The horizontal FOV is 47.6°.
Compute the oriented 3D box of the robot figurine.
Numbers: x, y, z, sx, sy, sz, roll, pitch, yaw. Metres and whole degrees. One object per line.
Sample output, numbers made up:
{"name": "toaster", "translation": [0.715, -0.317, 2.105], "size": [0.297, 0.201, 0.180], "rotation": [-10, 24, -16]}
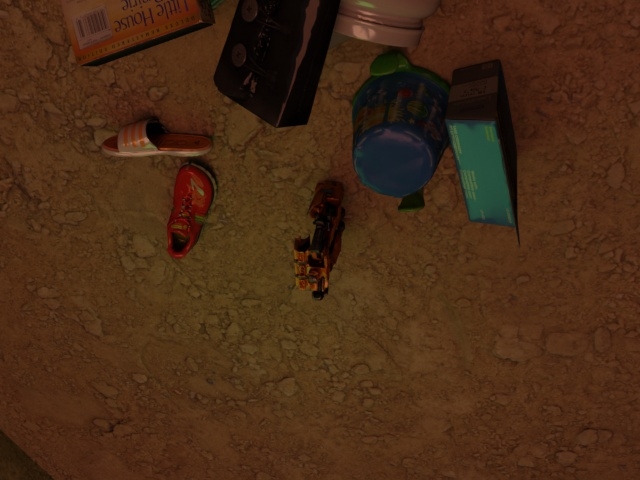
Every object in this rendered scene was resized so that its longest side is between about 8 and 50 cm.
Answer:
{"name": "robot figurine", "translation": [0.000, 0.000, 1.666], "size": [0.085, 0.291, 0.211], "rotation": [6, 127, 10]}

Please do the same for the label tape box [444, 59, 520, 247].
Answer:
{"name": "label tape box", "translation": [0.321, -0.171, 1.424], "size": [0.105, 0.334, 0.241], "rotation": [-8, 124, 20]}

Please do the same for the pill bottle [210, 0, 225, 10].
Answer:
{"name": "pill bottle", "translation": [-0.215, -0.539, 1.407], "size": [0.264, 0.146, 0.146], "rotation": [-28, 115, 30]}

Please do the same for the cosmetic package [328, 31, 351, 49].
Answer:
{"name": "cosmetic package", "translation": [-0.044, -0.433, 1.469], "size": [0.238, 0.107, 0.127], "rotation": [-21, 117, 29]}

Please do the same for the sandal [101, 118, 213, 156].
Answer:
{"name": "sandal", "translation": [-0.385, -0.251, 1.709], "size": [0.265, 0.102, 0.076], "rotation": [0, 126, 4]}

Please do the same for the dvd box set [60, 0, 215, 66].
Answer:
{"name": "dvd box set", "translation": [-0.382, -0.571, 1.360], "size": [0.307, 0.062, 0.421], "rotation": [-11, 97, 26]}

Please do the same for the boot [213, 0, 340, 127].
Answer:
{"name": "boot", "translation": [-0.092, -0.463, 1.225], "size": [0.146, 0.367, 0.445], "rotation": [-10, 134, -34]}

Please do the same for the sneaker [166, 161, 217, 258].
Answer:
{"name": "sneaker", "translation": [-0.330, -0.065, 1.814], "size": [0.107, 0.118, 0.279], "rotation": [16, 129, 2]}

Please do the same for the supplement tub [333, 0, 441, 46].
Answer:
{"name": "supplement tub", "translation": [0.117, -0.519, 1.241], "size": [0.235, 0.235, 0.325], "rotation": [15, 115, 3]}

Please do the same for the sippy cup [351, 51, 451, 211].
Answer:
{"name": "sippy cup", "translation": [0.164, -0.213, 1.505], "size": [0.305, 0.224, 0.240], "rotation": [40, 125, -15]}
